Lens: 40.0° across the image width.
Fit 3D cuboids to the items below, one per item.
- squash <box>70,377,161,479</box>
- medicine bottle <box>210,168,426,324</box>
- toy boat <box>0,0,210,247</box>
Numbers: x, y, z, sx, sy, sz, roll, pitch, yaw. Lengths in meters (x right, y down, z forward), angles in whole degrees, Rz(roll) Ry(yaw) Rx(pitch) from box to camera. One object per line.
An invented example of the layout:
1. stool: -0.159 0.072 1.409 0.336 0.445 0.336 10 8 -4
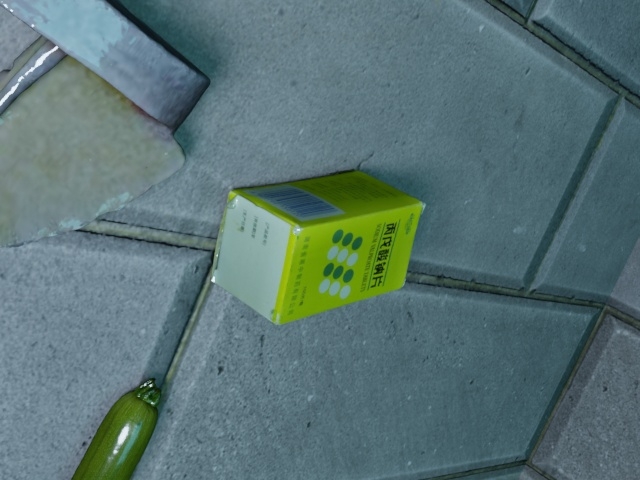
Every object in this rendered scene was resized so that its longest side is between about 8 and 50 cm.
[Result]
1. squash: -0.268 0.287 1.087 0.069 0.069 0.258 22 97 -53
2. medicine bottle: 0.000 0.000 1.137 0.250 0.141 0.137 -12 120 -44
3. toy boat: -0.237 -0.115 0.834 0.276 0.111 0.293 9 120 -51
